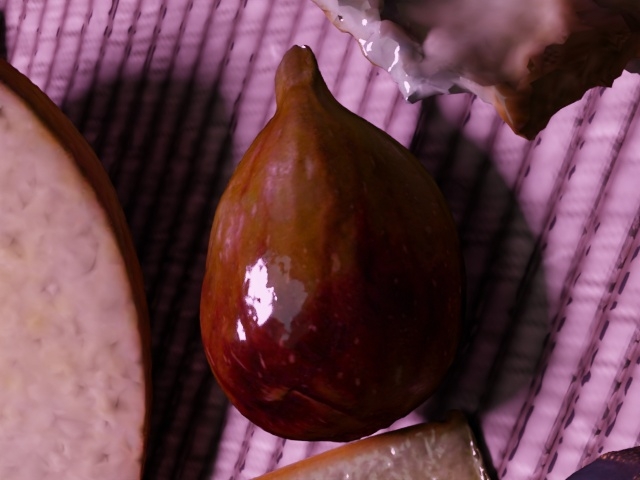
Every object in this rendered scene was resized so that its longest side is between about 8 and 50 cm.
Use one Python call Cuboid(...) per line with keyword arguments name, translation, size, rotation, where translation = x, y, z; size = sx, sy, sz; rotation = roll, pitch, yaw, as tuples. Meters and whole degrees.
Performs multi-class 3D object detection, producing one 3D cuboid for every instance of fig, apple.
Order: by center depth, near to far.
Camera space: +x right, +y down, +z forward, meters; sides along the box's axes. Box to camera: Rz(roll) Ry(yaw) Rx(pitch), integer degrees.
Cuboid(name="fig", translation=(0.000, 0.000, 0.738), size=(0.109, 0.103, 0.154), rotation=(-22, 75, 23))
Cuboid(name="apple", translation=(-0.186, 0.061, 0.916), size=(0.254, 0.179, 0.346), rotation=(25, 108, 32))

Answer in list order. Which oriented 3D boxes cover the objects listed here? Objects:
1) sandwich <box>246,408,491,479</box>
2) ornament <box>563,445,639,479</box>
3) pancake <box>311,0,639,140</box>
Cuboid(name="sandwich", translation=(0.008, 0.162, 0.802), size=(0.187, 0.144, 0.117), rotation=(-22, 70, 12))
Cuboid(name="ornament", translation=(0.150, 0.034, 0.570), size=(0.202, 0.080, 0.236), rotation=(17, 107, 47))
Cuboid(name="pancake", translation=(0.115, -0.213, 0.468), size=(0.067, 0.305, 0.426), rotation=(80, 180, -81))
